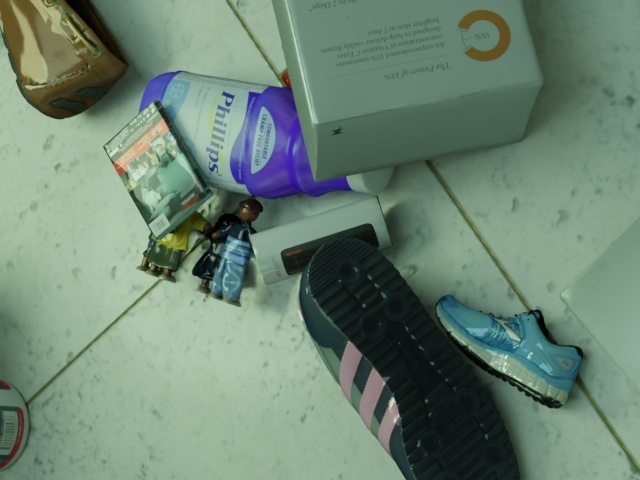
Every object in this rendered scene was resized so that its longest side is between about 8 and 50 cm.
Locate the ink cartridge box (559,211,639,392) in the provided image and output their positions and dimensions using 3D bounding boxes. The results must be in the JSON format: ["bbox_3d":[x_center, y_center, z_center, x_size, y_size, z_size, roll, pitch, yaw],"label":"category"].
[{"bbox_3d":[0.398,0.042,1.595,0.296,0.066,0.261,-48,61,17],"label":"ink cartridge box"}]

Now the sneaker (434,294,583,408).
[{"bbox_3d":[0.181,0.094,1.733,0.162,0.063,0.073,32,81,27],"label":"sneaker"}]

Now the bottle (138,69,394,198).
[{"bbox_3d":[-0.058,-0.102,1.877,0.283,0.092,0.118,13,96,32],"label":"bottle"}]

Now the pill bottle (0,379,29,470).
[{"bbox_3d":[-0.417,0.200,2.000,0.108,0.180,0.108,-5,80,31],"label":"pill bottle"}]

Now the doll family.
[{"bbox_3d":[-0.123,-0.002,1.918,0.193,0.076,0.111,19,88,27],"label":"doll family"}]

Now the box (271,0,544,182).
[{"bbox_3d":[0.060,-0.258,1.737,0.215,0.168,0.345,-11,74,-4],"label":"box"}]

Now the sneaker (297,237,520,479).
[{"bbox_3d":[0.083,0.148,1.764,0.112,0.131,0.319,-27,82,-18],"label":"sneaker"}]

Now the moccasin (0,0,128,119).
[{"bbox_3d":[-0.323,-0.325,2.047,0.147,0.139,0.380,-32,65,17],"label":"moccasin"}]

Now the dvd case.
[{"bbox_3d":[-0.169,-0.073,1.887,0.087,0.013,0.119,-39,72,30],"label":"dvd case"}]

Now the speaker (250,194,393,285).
[{"bbox_3d":[0.000,0.000,1.819,0.136,0.055,0.055,-17,72,2],"label":"speaker"}]
